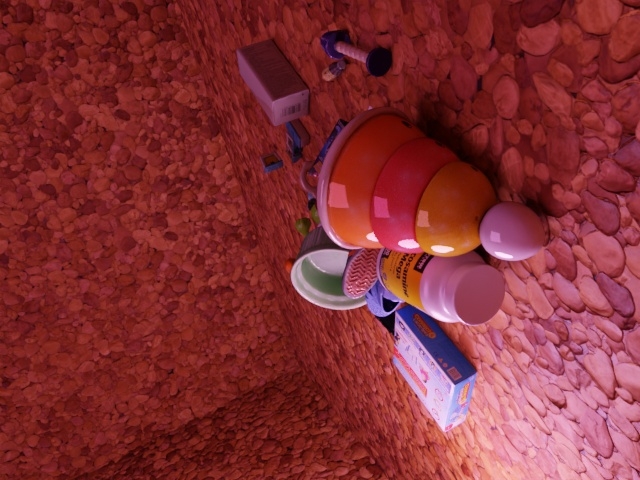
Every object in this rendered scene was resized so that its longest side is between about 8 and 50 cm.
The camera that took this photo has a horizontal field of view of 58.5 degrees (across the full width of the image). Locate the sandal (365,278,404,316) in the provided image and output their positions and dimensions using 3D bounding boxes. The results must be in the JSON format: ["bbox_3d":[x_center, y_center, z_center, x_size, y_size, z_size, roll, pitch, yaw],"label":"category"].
[{"bbox_3d":[0.208,0.169,1.790,0.317,0.126,0.138,101,180,-58],"label":"sandal"}]

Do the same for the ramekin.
[{"bbox_3d":[0.059,0.085,1.953,0.148,0.303,0.303,-79,-12,-45],"label":"ramekin"}]

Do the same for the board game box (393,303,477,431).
[{"bbox_3d":[0.353,0.402,1.826,0.308,0.086,0.302,53,159,39],"label":"board game box"}]

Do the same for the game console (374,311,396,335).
[{"bbox_3d":[0.260,0.292,2.099,0.107,0.071,0.122,41,-177,-38],"label":"game console"}]

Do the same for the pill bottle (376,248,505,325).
[{"bbox_3d":[0.292,0.090,1.418,0.334,0.188,0.188,26,137,65],"label":"pill bottle"}]

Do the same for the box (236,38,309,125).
[{"bbox_3d":[-0.172,-0.573,2.057,0.311,0.148,0.121,59,163,29],"label":"box"}]

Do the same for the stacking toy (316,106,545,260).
[{"bbox_3d":[0.262,-0.075,1.247,0.480,0.350,0.350,27,141,38],"label":"stacking toy"}]

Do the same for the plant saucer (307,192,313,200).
[{"bbox_3d":[-0.017,-0.155,2.344,0.119,0.021,0.119,57,162,31],"label":"plant saucer"}]

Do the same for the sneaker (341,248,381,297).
[{"bbox_3d":[0.138,0.034,1.761,0.108,0.302,0.121,24,172,-12],"label":"sneaker"}]

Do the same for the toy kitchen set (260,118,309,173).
[{"bbox_3d":[-0.145,-0.352,2.224,0.122,0.166,0.207,59,162,26],"label":"toy kitchen set"}]

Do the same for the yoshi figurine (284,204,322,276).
[{"bbox_3d":[-0.001,-0.018,2.156,0.203,0.203,0.362,34,125,6],"label":"yoshi figurine"}]

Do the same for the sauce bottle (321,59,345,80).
[{"bbox_3d":[0.039,-0.499,1.673,0.042,0.042,0.128,69,165,-7],"label":"sauce bottle"}]

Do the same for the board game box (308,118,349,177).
[{"bbox_3d":[0.060,-0.231,1.737,0.194,0.060,0.194,-46,60,26],"label":"board game box"}]

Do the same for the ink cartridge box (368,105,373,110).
[{"bbox_3d":[0.161,-0.265,1.541,0.104,0.060,0.180,55,148,33],"label":"ink cartridge box"}]

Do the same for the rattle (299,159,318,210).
[{"bbox_3d":[-0.023,-0.186,2.090,0.143,0.130,0.199,-14,82,62],"label":"rattle"}]

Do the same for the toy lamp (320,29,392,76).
[{"bbox_3d":[0.082,-0.495,1.488,0.275,0.080,0.080,42,151,50],"label":"toy lamp"}]
